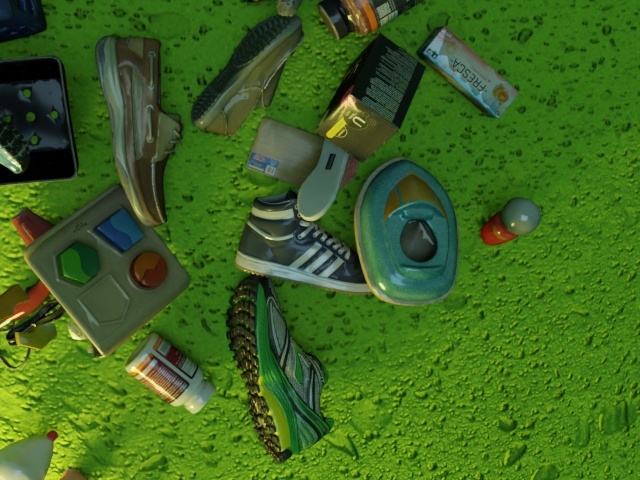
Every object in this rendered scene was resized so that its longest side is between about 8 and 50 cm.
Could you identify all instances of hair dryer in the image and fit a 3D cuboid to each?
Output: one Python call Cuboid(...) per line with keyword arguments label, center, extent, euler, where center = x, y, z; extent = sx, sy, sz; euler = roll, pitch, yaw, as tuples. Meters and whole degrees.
Cuboid(label="hair dryer", center=(-0.480, 0.087, 1.368), extent=(0.224, 0.080, 0.293), euler=(-4, 103, -6))

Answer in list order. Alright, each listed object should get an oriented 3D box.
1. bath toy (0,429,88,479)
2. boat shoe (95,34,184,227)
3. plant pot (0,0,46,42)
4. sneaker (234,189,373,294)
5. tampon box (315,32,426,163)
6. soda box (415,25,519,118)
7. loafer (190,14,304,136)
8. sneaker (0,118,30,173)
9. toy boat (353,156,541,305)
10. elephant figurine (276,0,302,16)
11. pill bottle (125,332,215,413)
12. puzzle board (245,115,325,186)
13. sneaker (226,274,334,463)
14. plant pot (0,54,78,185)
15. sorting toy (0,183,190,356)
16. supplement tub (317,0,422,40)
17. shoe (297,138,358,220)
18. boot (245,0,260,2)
Cuboid(label="bath toy", center=(-0.442, 0.484, 1.440), extent=(0.348, 0.151, 0.129), euler=(49, 54, -12))
Cuboid(label="boat shoe", center=(-0.286, -0.181, 1.315), extent=(0.117, 0.123, 0.324), euler=(-10, 105, -7))
Cuboid(label="plant pot", center=(-0.574, -0.406, 1.180), extent=(0.236, 0.212, 0.235), euler=(-15, 105, -4))
Cuboid(label="sneaker", center=(0.000, 0.000, 1.400), extent=(0.283, 0.099, 0.153), euler=(11, 103, -6))
Cuboid(label="tampon box", center=(0.084, -0.235, 1.311), extent=(0.101, 0.120, 0.161), euler=(33, 54, -12))
Cuboid(label="soda box", center=(0.258, -0.294, 1.388), extent=(0.183, 0.058, 0.063), euler=(38, 95, -13))
Cuboid(label="loafer", center=(-0.113, -0.276, 1.340), extent=(0.251, 0.094, 0.087), euler=(-45, 129, 13))
Cuboid(label="sneaker", center=(-0.503, -0.149, 1.162), extent=(0.162, 0.063, 0.073), euler=(36, 114, -9))
Cuboid(label="toy boat", center=(0.217, -0.026, 1.375), extent=(0.319, 0.148, 0.267), euler=(-3, 75, -17))
Cuboid(label="elephant figurine", center=(-0.015, -0.503, 1.211), extent=(0.239, 0.169, 0.186), euler=(-40, 91, -9))
Cuboid(label="pill bottle", center=(-0.269, 0.243, 1.426), extent=(0.152, 0.086, 0.086), euler=(42, 95, -13))
Cuboid(label="puzzle board", center=(-0.058, -0.154, 1.404), extent=(0.128, 0.011, 0.096), euler=(19, 101, -10))
Cuboid(label="sneaker", center=(-0.073, 0.219, 1.442), extent=(0.146, 0.134, 0.343), euler=(-19, 102, -26))
Cuboid(label="plant pot", center=(-0.482, -0.194, 1.261), extent=(0.188, 0.167, 0.188), euler=(-6, 104, -6))
Cuboid(label="sorting toy", center=(-0.380, 0.074, 1.315), extent=(0.307, 0.041, 0.229), euler=(-44, 109, -33))
Cuboid(label="supplement tub", center=(0.095, -0.415, 1.317), extent=(0.198, 0.106, 0.106), euler=(-31, 104, 0))
Cuboid(label="shoe", center=(0.019, -0.101, 1.360), extent=(0.064, 0.081, 0.177), euler=(14, 70, 22))
Cuboid(label="boot", center=(-0.143, -0.476, 1.279), extent=(0.237, 0.085, 0.178), euler=(-13, 104, -12))
